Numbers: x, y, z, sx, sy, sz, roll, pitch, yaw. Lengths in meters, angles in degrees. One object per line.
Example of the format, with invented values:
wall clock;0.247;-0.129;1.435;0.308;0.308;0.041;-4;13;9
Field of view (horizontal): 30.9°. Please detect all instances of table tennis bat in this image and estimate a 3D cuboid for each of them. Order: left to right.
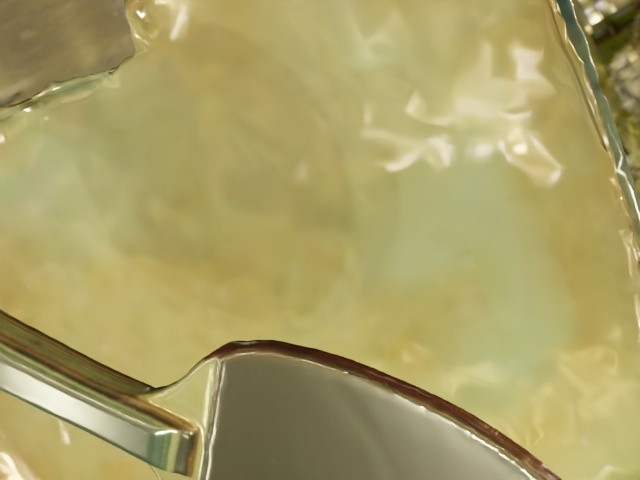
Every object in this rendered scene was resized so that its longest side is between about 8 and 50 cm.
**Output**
table tennis bat;-0.024;0.088;0.436;0.021;0.274;0.154;-53;161;-48

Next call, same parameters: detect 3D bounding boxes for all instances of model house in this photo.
model house;0.000;0.000;0.824;0.446;0.395;0.400;-21;-172;15
